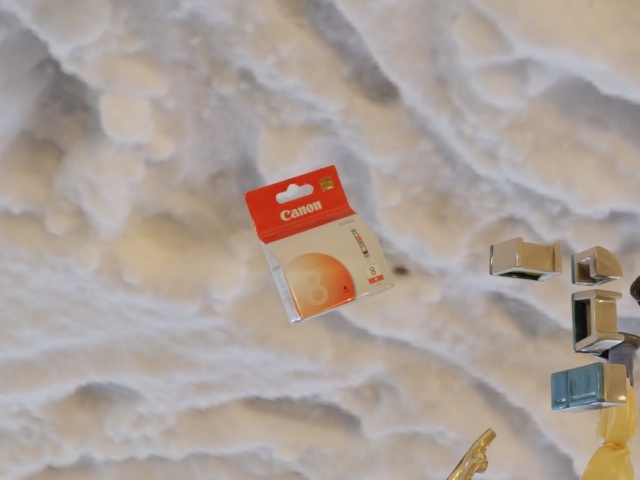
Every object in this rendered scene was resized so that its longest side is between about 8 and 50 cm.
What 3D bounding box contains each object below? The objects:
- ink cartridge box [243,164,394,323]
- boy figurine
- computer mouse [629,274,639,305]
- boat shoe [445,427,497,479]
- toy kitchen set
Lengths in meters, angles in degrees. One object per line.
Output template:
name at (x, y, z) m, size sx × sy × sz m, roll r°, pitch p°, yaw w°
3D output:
ink cartridge box at (0.000, 0.000, 1.615) m, size 0.145 × 0.179 × 0.045 m, roll -19°, pitch 179°, yaw -28°
boy figurine at (0.494, 0.304, 2.164) m, size 0.092 × 0.285 × 0.177 m, roll 11°, pitch 153°, yaw 5°
computer mouse at (0.467, 0.070, 1.307) m, size 0.262 × 0.184 × 0.060 m, roll 32°, pitch 146°, yaw 53°
boat shoe at (0.258, 0.378, 2.141) m, size 0.045 × 0.135 × 0.050 m, roll 37°, pitch 174°, yaw 11°
toy kitchen set at (0.298, 0.114, 1.677) m, size 0.166 × 0.207 × 0.122 m, roll 7°, pitch 164°, yaw -20°
